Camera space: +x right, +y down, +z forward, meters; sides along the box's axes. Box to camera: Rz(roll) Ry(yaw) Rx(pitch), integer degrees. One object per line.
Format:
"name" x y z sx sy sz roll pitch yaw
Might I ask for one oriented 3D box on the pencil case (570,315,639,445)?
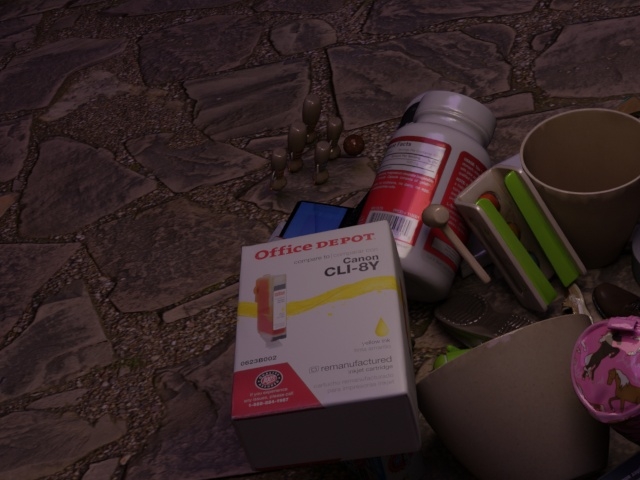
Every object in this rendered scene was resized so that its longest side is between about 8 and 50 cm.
"pencil case" 0.536 0.241 1.492 0.160 0.386 0.167 -36 52 22

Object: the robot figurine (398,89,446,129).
"robot figurine" 0.266 -0.230 2.232 0.209 0.173 0.278 3 47 17

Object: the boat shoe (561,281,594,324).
"boat shoe" 0.499 0.134 1.861 0.045 0.050 0.135 -12 43 -1

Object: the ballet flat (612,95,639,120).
"ballet flat" 0.677 -0.260 2.196 0.232 0.080 0.073 -35 60 -16

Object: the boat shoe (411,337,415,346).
"boat shoe" 0.151 0.168 1.937 0.049 0.056 0.152 -36 45 -12

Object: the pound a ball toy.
"pound a ball toy" 0.345 0.002 1.853 0.208 0.319 0.136 -40 18 -10

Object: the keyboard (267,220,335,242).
"keyboard" 0.000 0.000 2.198 0.256 0.014 0.072 9 54 27

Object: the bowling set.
"bowling set" 0.001 -0.211 2.346 0.200 0.154 0.287 22 52 12

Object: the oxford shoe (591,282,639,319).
"oxford shoe" 0.608 0.135 1.791 0.083 0.096 0.227 -34 43 -15

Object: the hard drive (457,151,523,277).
"hard drive" 0.404 -0.073 2.111 0.353 0.047 0.233 -28 43 -10

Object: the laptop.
"laptop" 0.001 -0.034 2.121 0.136 0.264 0.234 29 59 -4

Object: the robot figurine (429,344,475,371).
"robot figurine" 0.268 0.245 1.809 0.115 0.067 0.101 -13 55 6

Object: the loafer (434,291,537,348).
"loafer" 0.325 0.180 1.847 0.102 0.092 0.268 -34 29 -20

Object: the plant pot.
"plant pot" 0.542 -0.080 1.903 0.256 0.274 0.256 -9 43 9

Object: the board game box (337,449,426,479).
"board game box" 0.037 0.308 1.706 0.303 0.224 0.097 27 56 38

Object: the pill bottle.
"pill bottle" 0.223 -0.096 1.973 0.229 0.229 0.408 14 72 30

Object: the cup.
"cup" 0.348 0.302 1.580 0.331 0.331 0.237 -20 68 -3

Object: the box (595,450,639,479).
"box" 0.496 0.540 1.321 0.293 0.212 0.395 -28 43 -12

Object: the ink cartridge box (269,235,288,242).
"ink cartridge box" -0.055 0.075 2.034 0.109 0.150 0.063 16 48 31

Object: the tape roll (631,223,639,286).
"tape roll" 0.734 0.029 1.876 0.219 0.072 0.219 -10 43 10

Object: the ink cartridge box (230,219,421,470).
"ink cartridge box" 0.007 0.167 1.579 0.279 0.160 0.385 -10 43 8
